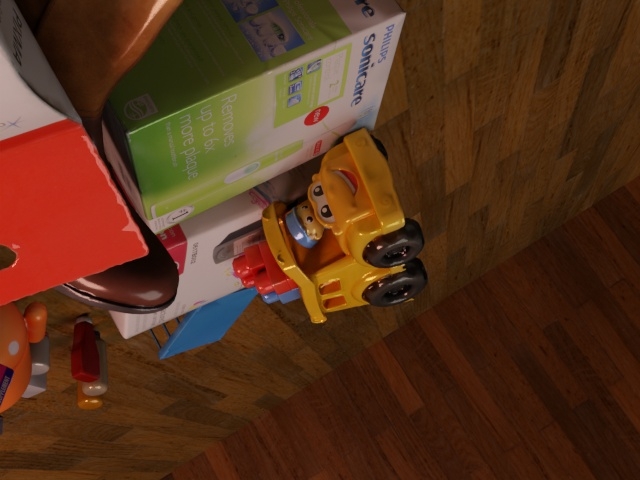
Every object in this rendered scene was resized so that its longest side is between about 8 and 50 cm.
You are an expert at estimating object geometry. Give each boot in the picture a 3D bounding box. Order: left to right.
[{"bbox_3d":[-0.164,-0.098,0.621,0.280,0.264,0.096,-46,177,37],"label":"boot"}]

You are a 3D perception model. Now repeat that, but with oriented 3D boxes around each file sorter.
[{"bbox_3d":[-0.190,0.085,1.246,0.118,0.105,0.170,-15,155,-43],"label":"file sorter"}]

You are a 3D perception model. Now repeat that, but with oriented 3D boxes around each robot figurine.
[{"bbox_3d":[-0.418,0.138,0.977,0.158,0.128,0.219,6,149,-13],"label":"robot figurine"}]

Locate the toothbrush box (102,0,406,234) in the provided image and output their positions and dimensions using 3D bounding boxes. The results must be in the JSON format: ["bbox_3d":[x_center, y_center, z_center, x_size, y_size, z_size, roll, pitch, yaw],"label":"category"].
[{"bbox_3d":[-0.078,-0.151,0.809,0.283,0.122,0.206,-28,161,-17],"label":"toothbrush box"}]

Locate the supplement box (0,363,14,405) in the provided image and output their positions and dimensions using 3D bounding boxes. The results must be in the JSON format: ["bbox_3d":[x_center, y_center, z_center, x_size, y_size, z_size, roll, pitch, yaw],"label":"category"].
[{"bbox_3d":[-0.447,0.153,0.818,0.220,0.111,0.114,32,122,-24],"label":"supplement box"}]

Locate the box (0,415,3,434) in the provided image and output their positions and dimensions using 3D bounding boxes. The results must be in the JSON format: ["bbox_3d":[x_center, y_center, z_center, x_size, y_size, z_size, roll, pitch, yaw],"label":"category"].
[{"bbox_3d":[-0.508,0.231,1.055,0.116,0.162,0.029,-8,106,-50],"label":"box"}]

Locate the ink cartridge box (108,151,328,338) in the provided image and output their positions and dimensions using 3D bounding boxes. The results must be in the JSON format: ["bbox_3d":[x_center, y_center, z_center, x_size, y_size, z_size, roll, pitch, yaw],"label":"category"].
[{"bbox_3d":[-0.132,-0.025,1.026,0.306,0.131,0.226,-22,158,-25],"label":"ink cartridge box"}]

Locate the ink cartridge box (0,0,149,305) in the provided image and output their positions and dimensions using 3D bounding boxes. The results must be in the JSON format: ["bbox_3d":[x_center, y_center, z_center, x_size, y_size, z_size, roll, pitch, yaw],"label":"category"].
[{"bbox_3d":[-0.304,-0.041,0.469,0.308,0.091,0.385,-19,137,-2],"label":"ink cartridge box"}]

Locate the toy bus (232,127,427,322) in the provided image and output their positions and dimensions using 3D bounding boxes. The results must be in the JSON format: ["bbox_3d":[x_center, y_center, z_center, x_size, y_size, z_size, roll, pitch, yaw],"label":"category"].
[{"bbox_3d":[0.000,0.000,0.924,0.211,0.150,0.220,-18,152,-2],"label":"toy bus"}]

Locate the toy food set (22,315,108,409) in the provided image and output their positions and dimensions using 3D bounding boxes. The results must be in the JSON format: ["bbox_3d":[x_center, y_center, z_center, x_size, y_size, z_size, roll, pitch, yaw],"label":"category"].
[{"bbox_3d":[-0.391,0.168,1.200,0.111,0.105,0.232,-26,147,23],"label":"toy food set"}]
